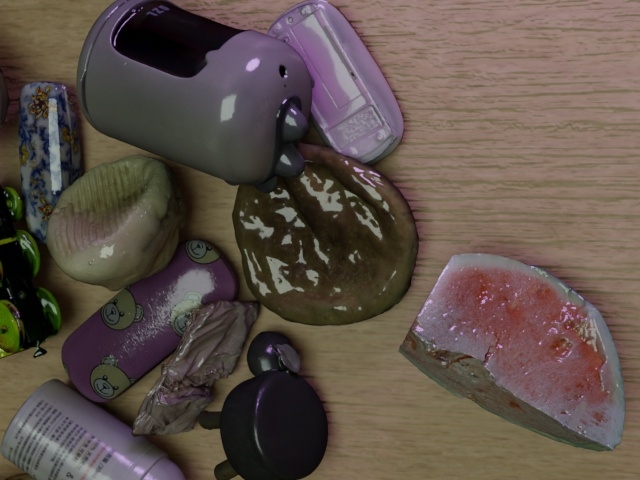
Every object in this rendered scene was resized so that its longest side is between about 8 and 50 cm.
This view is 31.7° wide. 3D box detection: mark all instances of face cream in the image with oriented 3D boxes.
[{"bbox_3d":[-0.295,0.368,1.709,0.369,0.145,0.145,32,105,9],"label":"face cream"}]

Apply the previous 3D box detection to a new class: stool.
[{"bbox_3d":[-0.078,0.257,1.642,0.139,0.228,0.153,-18,135,38],"label":"stool"}]

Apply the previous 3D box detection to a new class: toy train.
[{"bbox_3d":[-0.498,0.044,1.724,0.160,0.100,0.296,-18,90,46],"label":"toy train"}]

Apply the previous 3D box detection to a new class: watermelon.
[{"bbox_3d":[0.266,0.163,1.494,0.305,0.180,0.224,30,119,9],"label":"watermelon"}]

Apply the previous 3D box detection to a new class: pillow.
[{"bbox_3d":[-0.180,0.192,1.655,0.049,0.135,0.248,38,107,34],"label":"pillow"}]

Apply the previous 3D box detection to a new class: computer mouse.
[{"bbox_3d":[0.021,-0.218,1.577,0.126,0.056,0.245,-31,96,22],"label":"computer mouse"}]

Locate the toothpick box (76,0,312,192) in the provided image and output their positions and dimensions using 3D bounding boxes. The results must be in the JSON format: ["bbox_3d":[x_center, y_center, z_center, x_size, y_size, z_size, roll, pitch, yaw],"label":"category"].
[{"bbox_3d":[-0.151,-0.187,1.532,0.316,0.229,0.229,23,103,25],"label":"toothpick box"}]

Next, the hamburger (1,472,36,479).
[{"bbox_3d":[-0.454,0.488,1.774,0.286,0.146,0.243,25,110,6],"label":"hamburger"}]

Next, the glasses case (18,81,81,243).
[{"bbox_3d":[-0.412,-0.118,1.716,0.087,0.065,0.248,2,99,23],"label":"glasses case"}]

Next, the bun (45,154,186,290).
[{"bbox_3d":[-0.284,-0.017,1.632,0.231,0.231,0.133,-19,129,18],"label":"bun"}]

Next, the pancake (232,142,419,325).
[{"bbox_3d":[0.000,0.000,1.605,0.294,0.049,0.294,7,108,21],"label":"pancake"}]

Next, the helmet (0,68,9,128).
[{"bbox_3d":[-0.568,-0.239,1.709,0.257,0.137,0.204,43,106,0],"label":"helmet"}]

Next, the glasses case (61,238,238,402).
[{"bbox_3d":[-0.260,0.122,1.697,0.316,0.076,0.123,-39,85,15],"label":"glasses case"}]
